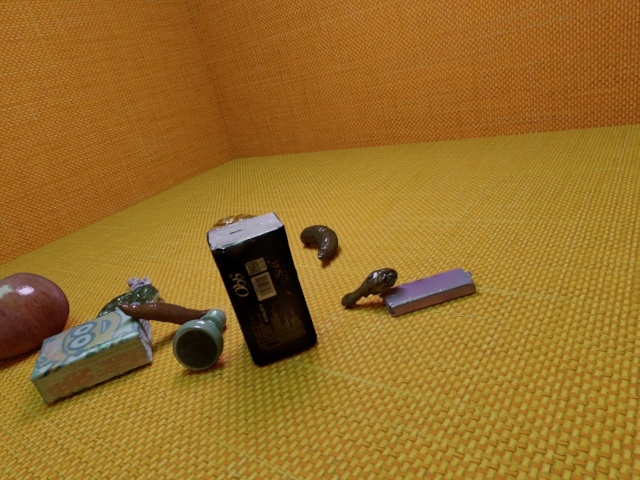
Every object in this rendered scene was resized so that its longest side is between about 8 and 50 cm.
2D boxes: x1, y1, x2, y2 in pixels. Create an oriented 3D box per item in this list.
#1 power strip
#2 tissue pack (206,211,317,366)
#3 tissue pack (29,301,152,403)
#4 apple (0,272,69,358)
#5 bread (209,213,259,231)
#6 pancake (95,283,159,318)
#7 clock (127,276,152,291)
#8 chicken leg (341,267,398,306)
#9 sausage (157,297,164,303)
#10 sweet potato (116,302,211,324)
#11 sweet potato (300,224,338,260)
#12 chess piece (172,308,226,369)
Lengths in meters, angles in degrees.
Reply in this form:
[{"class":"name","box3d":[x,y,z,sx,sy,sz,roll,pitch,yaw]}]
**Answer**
[{"class":"power strip","box3d":[0.313,0.148,1.318,0.278,0.038,0.109,-16,21,-3]},{"class":"tissue pack","box3d":[-0.158,0.125,1.227,0.209,0.370,0.198,-17,21,-6]},{"class":"tissue pack","box3d":[-0.686,0.333,1.378,0.310,0.128,0.228,-22,24,-14]},{"class":"apple","box3d":[-1.105,0.257,1.622,0.344,0.270,0.345,-13,22,6]},{"class":"bread","box3d":[-0.395,-0.050,2.109,0.236,0.120,0.198,-5,23,24]},{"class":"pancake","box3d":[-0.708,0.250,1.666,0.253,0.037,0.254,-16,29,9]},{"class":"clock","box3d":[-0.758,0.184,1.882,0.087,0.041,0.129,-33,34,-29]},{"class":"chicken leg","box3d":[0.139,0.142,1.341,0.198,0.069,0.085,-35,5,24]},{"class":"sausage","box3d":[-0.636,0.226,1.723,0.107,0.031,0.031,8,31,43]},{"class":"sweet potato","box3d":[-0.496,0.230,1.440,0.314,0.066,0.072,18,-4,-40]},{"class":"sweet potato","box3d":[0.002,-0.003,1.792,0.124,0.098,0.310,-39,28,-4]},{"class":"chess piece","box3d":[-0.333,0.267,1.352,0.139,0.139,0.272,-12,11,5]}]
